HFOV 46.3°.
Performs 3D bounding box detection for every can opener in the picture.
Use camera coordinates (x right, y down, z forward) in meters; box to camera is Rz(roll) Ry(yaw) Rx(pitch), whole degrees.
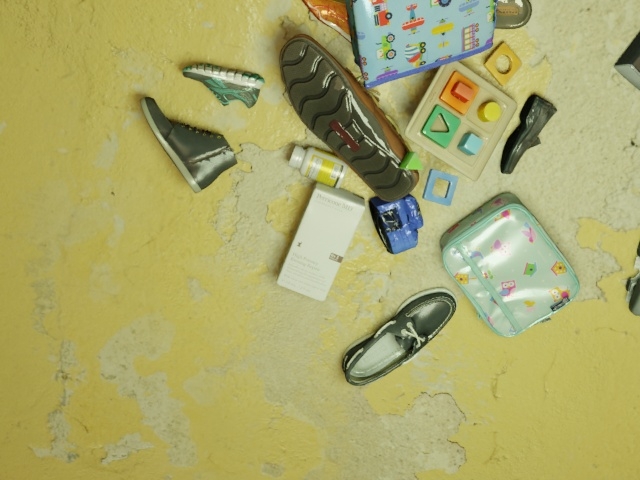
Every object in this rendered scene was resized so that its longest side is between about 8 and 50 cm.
[{"bbox_3d":[0.713,0.023,1.573,0.074,0.093,0.280,9,104,0],"label":"can opener"}]

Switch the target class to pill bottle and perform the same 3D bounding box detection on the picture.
[{"bbox_3d":[-0.005,-0.156,1.548,0.116,0.065,0.065,21,108,-5],"label":"pill bottle"}]

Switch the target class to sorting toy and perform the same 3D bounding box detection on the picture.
[{"bbox_3d":[0.282,-0.237,1.454,0.196,0.047,0.347,30,87,-21],"label":"sorting toy"}]

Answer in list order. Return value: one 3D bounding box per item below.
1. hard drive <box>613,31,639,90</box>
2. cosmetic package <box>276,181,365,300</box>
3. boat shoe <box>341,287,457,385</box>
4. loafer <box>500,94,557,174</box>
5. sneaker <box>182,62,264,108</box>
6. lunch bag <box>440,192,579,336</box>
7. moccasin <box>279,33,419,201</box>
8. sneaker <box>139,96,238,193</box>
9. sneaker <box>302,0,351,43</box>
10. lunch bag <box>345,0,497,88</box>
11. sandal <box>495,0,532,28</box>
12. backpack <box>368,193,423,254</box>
[{"bbox_3d":[0.730,-0.334,1.466,0.255,0.054,0.172,32,108,-8],"label":"hard drive"},{"bbox_3d":[0.000,0.000,1.591,0.117,0.085,0.231,20,109,-5],"label":"cosmetic package"},{"bbox_3d":[0.179,0.221,1.652,0.302,0.091,0.114,-42,102,14],"label":"boat shoe"},{"bbox_3d":[0.421,-0.207,1.519,0.061,0.062,0.170,21,109,-10],"label":"loafer"},{"bbox_3d":[-0.200,-0.309,1.509,0.167,0.065,0.076,13,112,0],"label":"sneaker"},{"bbox_3d":[0.396,0.063,1.583,0.224,0.108,0.279,-36,104,12],"label":"lunch bag"},{"bbox_3d":[0.065,-0.252,1.486,0.380,0.147,0.139,42,119,-15],"label":"moccasin"},{"bbox_3d":[-0.272,-0.219,1.543,0.118,0.083,0.222,-34,97,-7],"label":"sneaker"},{"bbox_3d":[0.034,-0.443,1.459,0.175,0.064,0.067,31,104,-19],"label":"sneaker"},{"bbox_3d":[0.198,-0.428,1.351,0.293,0.138,0.221,-11,128,0],"label":"lunch bag"},{"bbox_3d":[0.302,-0.438,1.446,0.219,0.060,0.090,2,108,1],"label":"sandal"},{"bbox_3d":[0.164,-0.035,1.565,0.101,0.098,0.120,-17,106,4],"label":"backpack"}]
